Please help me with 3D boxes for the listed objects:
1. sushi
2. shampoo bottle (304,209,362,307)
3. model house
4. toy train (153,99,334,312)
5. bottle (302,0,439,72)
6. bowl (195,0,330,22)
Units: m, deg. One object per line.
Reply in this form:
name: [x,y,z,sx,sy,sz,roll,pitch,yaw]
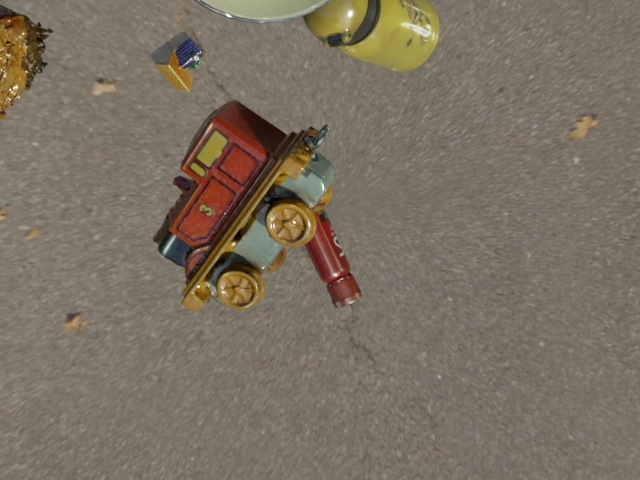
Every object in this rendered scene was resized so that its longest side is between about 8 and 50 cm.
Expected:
sushi: [-0.748,-0.355,1.652,0.207,0.234,0.349,30,87,23]
shampoo bottle: [0.000,-0.001,1.804,0.076,0.118,0.314,-25,92,7]
model house: [-0.294,-0.379,1.695,0.100,0.100,0.088,-38,131,-1]
toy train: [-0.121,-0.059,1.237,0.231,0.163,0.369,37,117,-3]
bottle: [0.094,-0.443,1.565,0.171,0.351,0.172,1,93,31]
bowl: [-0.061,-0.346,0.774,0.237,0.126,0.238,-9,125,-13]
